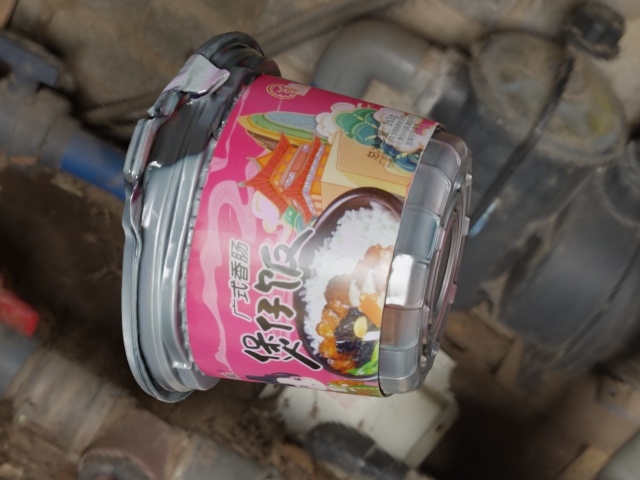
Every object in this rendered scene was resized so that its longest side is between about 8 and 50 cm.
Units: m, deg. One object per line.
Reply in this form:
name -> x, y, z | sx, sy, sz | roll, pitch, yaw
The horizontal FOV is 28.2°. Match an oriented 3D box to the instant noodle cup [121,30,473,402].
instant noodle cup -> 0.000, 0.000, 0.861 | 0.182, 0.258, 0.302 | 11, -1, 13
